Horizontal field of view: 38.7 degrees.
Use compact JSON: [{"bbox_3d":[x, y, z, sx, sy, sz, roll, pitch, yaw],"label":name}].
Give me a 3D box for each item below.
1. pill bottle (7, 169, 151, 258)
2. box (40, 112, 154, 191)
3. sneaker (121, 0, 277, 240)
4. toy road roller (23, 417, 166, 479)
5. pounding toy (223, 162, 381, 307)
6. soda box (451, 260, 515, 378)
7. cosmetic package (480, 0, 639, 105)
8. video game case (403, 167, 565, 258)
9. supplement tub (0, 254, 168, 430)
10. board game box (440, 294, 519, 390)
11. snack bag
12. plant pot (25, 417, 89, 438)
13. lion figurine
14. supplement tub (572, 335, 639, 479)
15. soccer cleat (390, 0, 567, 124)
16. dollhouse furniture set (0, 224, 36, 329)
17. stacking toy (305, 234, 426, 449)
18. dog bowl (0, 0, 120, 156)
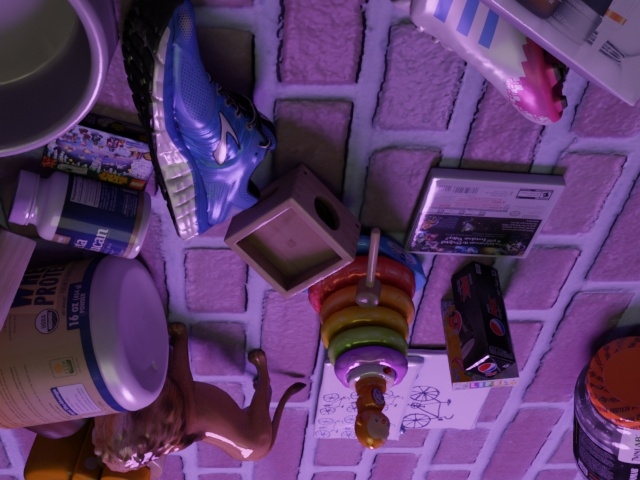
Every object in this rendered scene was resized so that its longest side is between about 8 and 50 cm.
[{"bbox_3d":[-0.316,-0.038,1.197,0.169,0.094,0.094,14,140,-21],"label":"pill bottle"},{"bbox_3d":[-0.275,-0.114,1.155,0.137,0.027,0.094,13,141,-21],"label":"box"},{"bbox_3d":[-0.135,-0.150,1.063,0.147,0.129,0.330,-20,141,-12],"label":"sneaker"},{"bbox_3d":[-0.405,0.378,1.664,0.241,0.202,0.329,16,142,-7],"label":"toy road roller"},{"bbox_3d":[0.011,0.000,1.240,0.181,0.094,0.206,-31,117,30],"label":"pounding toy"},{"bbox_3d":[0.244,0.119,1.383,0.053,0.169,0.060,20,137,-26],"label":"soda box"},{"bbox_3d":[0.221,-0.325,0.770,0.377,0.097,0.284,25,107,-32],"label":"cosmetic package"},{"bbox_3d":[0.229,-0.036,1.301,0.190,0.022,0.173,3,142,-9],"label":"video game case"},{"bbox_3d":[-0.405,0.153,1.333,0.316,0.228,0.228,-10,142,9],"label":"supplement tub"},{"bbox_3d":[0.251,0.161,1.451,0.103,0.154,0.026,-6,142,3],"label":"board game box"},{"bbox_3d":[0.164,0.296,1.722,0.343,0.037,0.323,1,142,-6],"label":"snack bag"},{"bbox_3d":[-0.464,0.249,1.524,0.167,0.167,0.165,-9,150,8],"label":"plant pot"},{"bbox_3d":[-0.184,0.291,1.522,0.392,0.240,0.142,18,138,-27],"label":"lion figurine"},{"bbox_3d":[0.563,0.326,1.649,0.207,0.207,0.338,-9,143,8],"label":"supplement tub"},{"bbox_3d":[0.161,-0.243,0.961,0.143,0.116,0.331,-12,137,25],"label":"soccer cleat"},{"bbox_3d":[-0.549,0.041,1.080,0.303,0.286,0.198,23,178,-37],"label":"dollhouse furniture set"},{"bbox_3d":[0.066,0.156,1.309,0.166,0.301,0.175,-30,135,31],"label":"stacking toy"},{"bbox_3d":[-0.372,-0.219,0.925,0.349,0.102,0.348,-6,143,-4],"label":"dog bowl"}]
